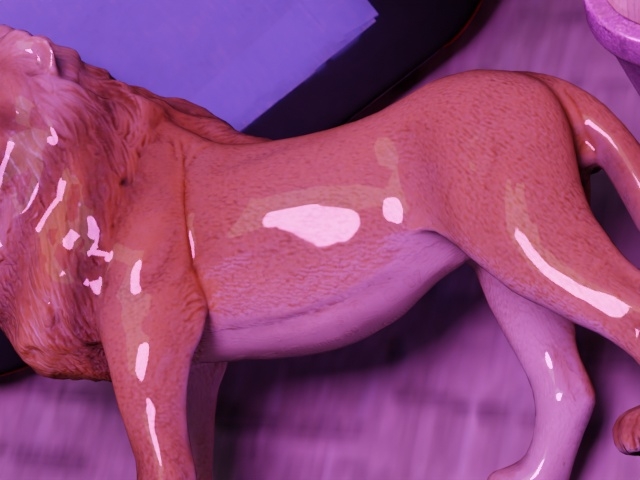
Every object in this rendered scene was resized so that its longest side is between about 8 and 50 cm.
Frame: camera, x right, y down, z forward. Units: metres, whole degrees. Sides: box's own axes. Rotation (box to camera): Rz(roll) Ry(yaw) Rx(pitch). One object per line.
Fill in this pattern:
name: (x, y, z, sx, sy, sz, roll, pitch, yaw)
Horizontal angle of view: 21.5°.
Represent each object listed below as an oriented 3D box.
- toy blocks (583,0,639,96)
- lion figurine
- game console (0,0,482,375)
toy blocks: (0.145, -0.125, 0.654, 0.309, 0.260, 0.288, -28, 52, -14)
lion figurine: (0.000, 0.000, 0.729, 0.392, 0.142, 0.240, -8, 72, 8)
game console: (-0.145, -0.147, 0.815, 0.386, 0.342, 0.060, -37, 20, 9)
